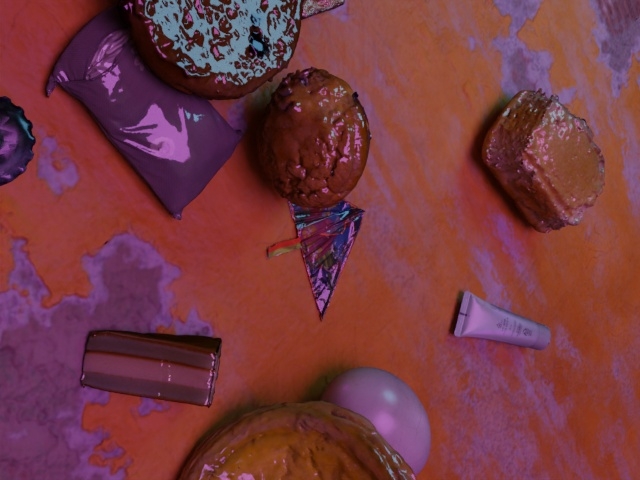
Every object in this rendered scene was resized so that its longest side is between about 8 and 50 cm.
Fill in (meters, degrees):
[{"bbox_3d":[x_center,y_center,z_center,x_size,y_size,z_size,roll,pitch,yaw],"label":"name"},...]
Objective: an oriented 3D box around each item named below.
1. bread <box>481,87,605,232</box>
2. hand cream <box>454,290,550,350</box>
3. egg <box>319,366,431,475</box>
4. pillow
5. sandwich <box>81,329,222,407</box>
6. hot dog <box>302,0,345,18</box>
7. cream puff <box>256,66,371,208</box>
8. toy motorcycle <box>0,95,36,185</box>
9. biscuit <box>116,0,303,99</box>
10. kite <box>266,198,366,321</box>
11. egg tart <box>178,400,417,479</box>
[{"bbox_3d":[0.380,-0.130,1.504,0.174,0.121,0.245,-53,127,-10],"label":"bread"},{"bbox_3d":[0.311,0.147,1.529,0.205,0.050,0.078,18,86,-32],"label":"hand cream"},{"bbox_3d":[0.083,0.274,1.303,0.151,0.151,0.209,-54,127,-20],"label":"egg"},{"bbox_3d":[-0.203,-0.163,1.096,0.255,0.059,0.169,50,63,-29],"label":"pillow"},{"bbox_3d":[-0.213,0.158,1.149,0.163,0.113,0.079,8,91,-3],"label":"sandwich"},{"bbox_3d":[-0.007,-0.332,1.243,0.090,0.030,0.034,-29,103,-32],"label":"hot dog"},{"bbox_3d":[-0.017,-0.135,1.169,0.129,0.189,0.189,-4,97,-32],"label":"cream puff"},{"bbox_3d":[-0.437,-0.164,0.867,0.188,0.143,0.327,-45,112,-25],"label":"toy motorcycle"},{"bbox_3d":[-0.138,-0.312,1.102,0.296,0.075,0.296,4,84,-45],"label":"biscuit"},{"bbox_3d":[0.000,0.000,1.296,0.183,0.014,0.241,-20,108,-33],"label":"kite"},{"bbox_3d":[-0.023,0.381,1.163,0.345,0.345,0.132,-61,156,-15],"label":"egg tart"}]
